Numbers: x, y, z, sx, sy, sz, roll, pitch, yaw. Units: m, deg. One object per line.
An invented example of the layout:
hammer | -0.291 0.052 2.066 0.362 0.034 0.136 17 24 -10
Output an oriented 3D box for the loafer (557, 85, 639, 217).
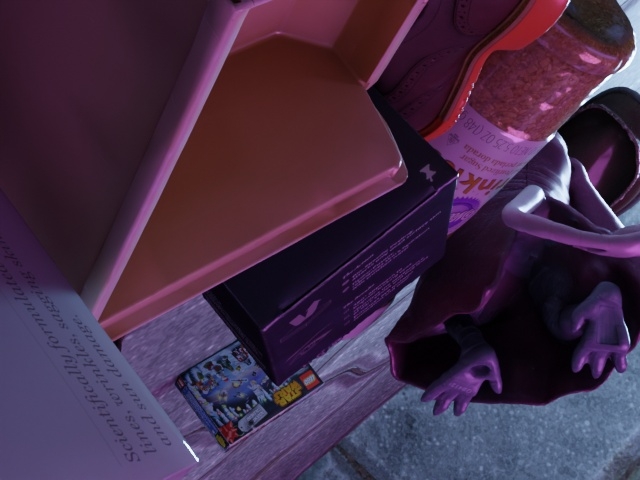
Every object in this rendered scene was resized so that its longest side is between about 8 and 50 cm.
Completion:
loafer | 0.281 -0.044 1.563 0.130 0.134 0.366 -27 163 -42

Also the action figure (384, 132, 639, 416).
action figure | 0.161 -0.025 1.142 0.370 0.248 0.276 -80 178 -48

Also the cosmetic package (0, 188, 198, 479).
cosmetic package | -0.262 0.137 0.546 0.385 0.217 0.156 -42 168 25

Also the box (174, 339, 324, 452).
box | -0.076 0.156 1.376 0.137 0.094 0.027 -30 166 -32

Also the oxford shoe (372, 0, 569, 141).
oxford shoe | 0.056 -0.136 0.804 0.098 0.097 0.271 5 157 -19

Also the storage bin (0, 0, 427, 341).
storage bin | -0.016 -0.102 0.584 0.260 0.123 0.262 -29 164 -35

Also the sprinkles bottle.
sprinkles bottle | 0.084 -0.066 0.989 0.121 0.121 0.355 -22 159 -50

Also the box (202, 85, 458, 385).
box | 0.000 0.000 0.837 0.156 0.093 0.158 -38 164 -11

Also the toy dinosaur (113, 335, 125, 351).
toy dinosaur | -0.111 0.006 0.851 0.268 0.064 0.118 -30 158 -45
